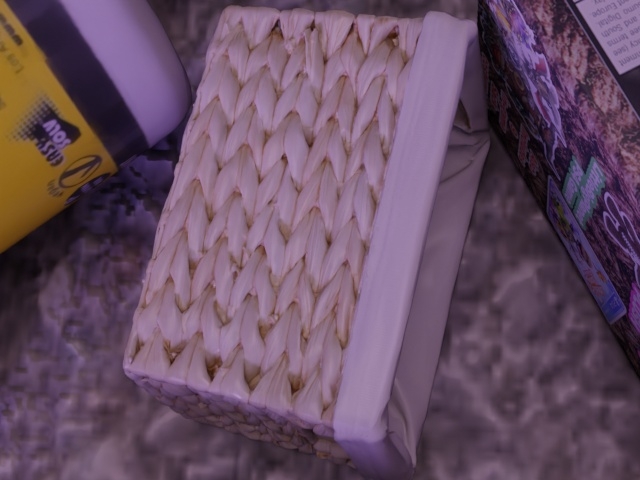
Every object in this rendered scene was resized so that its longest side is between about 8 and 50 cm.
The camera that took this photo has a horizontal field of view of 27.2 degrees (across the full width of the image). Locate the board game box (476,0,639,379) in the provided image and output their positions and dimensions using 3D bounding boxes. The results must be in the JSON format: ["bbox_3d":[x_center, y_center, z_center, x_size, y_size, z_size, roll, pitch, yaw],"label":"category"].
[{"bbox_3d":[0.225,-0.017,0.492,0.232,0.141,0.291,-26,71,-3],"label":"board game box"}]

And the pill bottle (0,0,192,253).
[{"bbox_3d":[-0.234,-0.033,0.520,0.334,0.188,0.188,-35,72,-6],"label":"pill bottle"}]

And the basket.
[{"bbox_3d":[0.000,0.000,0.527,0.103,0.113,0.167,11,73,13],"label":"basket"}]
